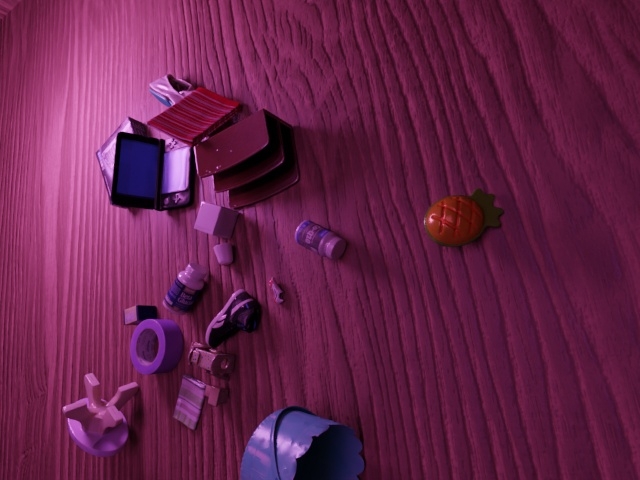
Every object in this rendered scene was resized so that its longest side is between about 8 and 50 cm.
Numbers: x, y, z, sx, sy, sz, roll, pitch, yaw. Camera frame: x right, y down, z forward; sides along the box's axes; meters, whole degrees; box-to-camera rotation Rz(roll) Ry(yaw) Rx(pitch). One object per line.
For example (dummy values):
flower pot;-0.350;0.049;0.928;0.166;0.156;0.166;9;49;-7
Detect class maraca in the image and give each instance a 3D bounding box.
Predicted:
maraca;0.338;-0.055;1.037;0.185;0.099;0.127;-22;73;0

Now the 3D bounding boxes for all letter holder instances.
letter holder;-0.238;-0.244;1.405;0.301;0.152;0.215;-18;73;28

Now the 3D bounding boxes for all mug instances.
mug;-0.320;0.049;1.462;0.062;0.078;0.064;-15;80;-5

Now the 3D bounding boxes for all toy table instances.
toy table;-0.780;0.606;1.541;0.274;0.252;0.161;26;111;22

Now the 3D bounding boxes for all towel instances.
towel;-0.428;-0.435;1.504;0.198;0.031;0.275;27;52;14
towel;-0.437;0.537;1.452;0.113;0.023;0.152;13;88;34

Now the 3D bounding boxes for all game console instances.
game console;-0.619;-0.270;1.629;0.250;0.173;0.293;-7;78;27

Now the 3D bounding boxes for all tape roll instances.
tape roll;-0.579;0.373;1.541;0.189;0.080;0.189;-7;78;32

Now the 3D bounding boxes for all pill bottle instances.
pill bottle;0.000;0.000;1.247;0.137;0.078;0.078;27;95;33
pill bottle;-0.460;0.163;1.497;0.094;0.094;0.169;39;102;32

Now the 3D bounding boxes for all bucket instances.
bucket;-0.044;0.552;1.057;0.183;0.281;0.281;3;82;41

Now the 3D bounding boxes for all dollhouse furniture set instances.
dollhouse furniture set;-0.384;0.422;1.389;0.181;0.101;0.161;6;81;33

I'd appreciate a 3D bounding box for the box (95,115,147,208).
box;-0.807;-0.324;1.824;0.242;0.076;0.308;-38;63;20

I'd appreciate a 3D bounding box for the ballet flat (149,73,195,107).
ballet flat;-0.520;-0.535;1.665;0.400;0.139;0.139;42;103;32

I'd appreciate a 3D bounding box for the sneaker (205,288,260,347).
sneaker;-0.270;0.272;1.364;0.121;0.079;0.217;38;100;33

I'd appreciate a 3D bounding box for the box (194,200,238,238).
box;-0.353;-0.069;1.479;0.101;0.087;0.102;18;90;34

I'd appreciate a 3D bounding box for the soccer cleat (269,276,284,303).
soccer cleat;-0.131;0.151;1.333;0.035;0.029;0.083;-17;75;20

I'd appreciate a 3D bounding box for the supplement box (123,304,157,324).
supplement box;-0.666;0.277;1.612;0.083;0.083;0.056;-21;70;27
